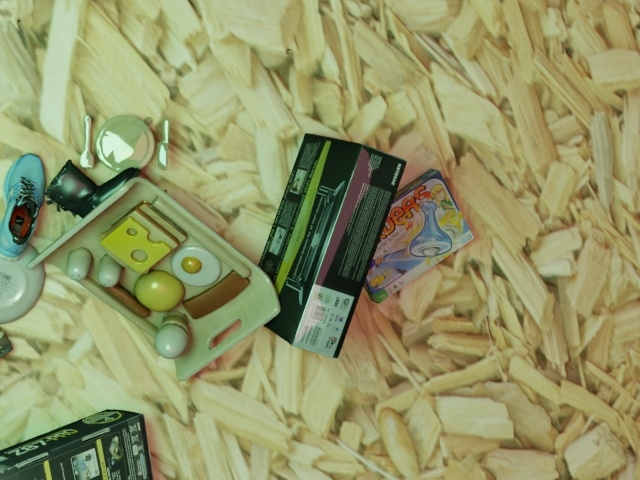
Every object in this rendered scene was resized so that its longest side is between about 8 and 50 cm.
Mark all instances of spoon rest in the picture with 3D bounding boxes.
[{"bbox_3d":[-0.522,0.030,1.790,0.276,0.084,0.137,28,89,-36],"label":"spoon rest"}]

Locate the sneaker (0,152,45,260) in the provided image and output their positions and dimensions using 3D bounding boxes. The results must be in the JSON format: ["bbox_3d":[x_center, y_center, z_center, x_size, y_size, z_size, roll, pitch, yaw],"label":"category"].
[{"bbox_3d":[-0.420,-0.052,1.787,0.063,0.073,0.162,18,64,-28],"label":"sneaker"}]

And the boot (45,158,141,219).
[{"bbox_3d":[-0.333,-0.081,1.819,0.099,0.045,0.121,37,95,-9],"label":"boot"}]

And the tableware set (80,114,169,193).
[{"bbox_3d":[-0.293,-0.090,1.867,0.128,0.039,0.194,1,93,-6],"label":"tableware set"}]

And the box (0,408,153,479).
[{"bbox_3d":[-0.366,0.479,1.812,0.318,0.097,0.394,-18,104,-52],"label":"box"}]

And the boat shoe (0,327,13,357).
[{"bbox_3d":[-0.515,0.189,1.819,0.152,0.056,0.049,-40,105,-11],"label":"boat shoe"}]

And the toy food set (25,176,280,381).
[{"bbox_3d":[-0.242,0.065,1.819,0.220,0.092,0.306,-36,119,26],"label":"toy food set"}]

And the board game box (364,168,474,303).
[{"bbox_3d":[0.138,-0.008,2.046,0.201,0.035,0.136,-34,109,-13],"label":"board game box"}]

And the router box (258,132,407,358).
[{"bbox_3d":[0.000,0.000,1.884,0.081,0.243,0.308,19,92,-22],"label":"router box"}]
